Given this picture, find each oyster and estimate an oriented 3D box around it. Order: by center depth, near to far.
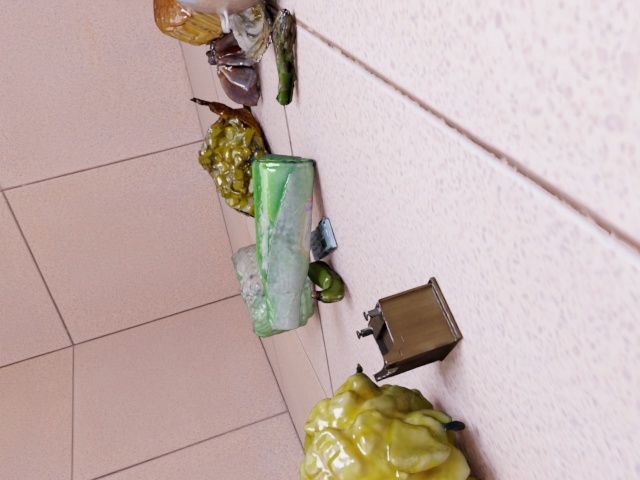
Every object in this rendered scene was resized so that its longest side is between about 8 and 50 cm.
[{"bbox_3d":[-0.107,-0.357,1.006,0.177,0.056,0.106,-130,41,-52],"label":"oyster"}]

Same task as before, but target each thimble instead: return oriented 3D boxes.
[{"bbox_3d":[-0.101,0.102,1.369,0.219,0.150,0.219,164,90,-79],"label":"thimble"}]

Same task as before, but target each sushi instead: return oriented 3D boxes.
[{"bbox_3d":[-0.186,-0.181,1.396,0.179,0.166,0.297,-76,-18,-68],"label":"sushi"}]

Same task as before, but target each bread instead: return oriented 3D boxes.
[{"bbox_3d":[-0.228,-0.456,1.108,0.199,0.104,0.199,-9,78,46],"label":"bread"}]

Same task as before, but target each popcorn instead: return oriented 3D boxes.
[{"bbox_3d":[0.082,0.246,0.675,0.189,0.218,0.170,34,104,48],"label":"popcorn"}]

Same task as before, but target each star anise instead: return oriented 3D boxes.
[{"bbox_3d":[-0.174,-0.374,1.230,0.229,0.092,0.237,38,147,61],"label":"star anise"}]

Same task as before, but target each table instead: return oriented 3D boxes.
[{"bbox_3d":[0.088,0.096,0.650,0.083,0.082,0.070,99,151,-63],"label":"table"}]

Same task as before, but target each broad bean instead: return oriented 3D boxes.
[{"bbox_3d":[0.007,0.069,1.064,0.195,0.061,0.046,-106,34,-76],"label":"broad bean"}]

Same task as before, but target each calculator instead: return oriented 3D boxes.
[{"bbox_3d":[0.000,0.000,1.093,0.172,0.018,0.057,139,113,-76],"label":"calculator"}]

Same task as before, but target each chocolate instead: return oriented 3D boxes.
[{"bbox_3d":[-0.061,0.006,1.029,0.110,0.110,0.292,-140,49,-70],"label":"chocolate"}]

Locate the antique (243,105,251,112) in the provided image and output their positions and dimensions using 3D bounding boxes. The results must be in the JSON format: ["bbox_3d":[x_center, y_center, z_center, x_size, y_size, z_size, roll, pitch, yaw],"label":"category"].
[{"bbox_3d":[-0.180,-0.343,1.459,0.031,0.015,0.192,-124,21,-55],"label":"antique"}]

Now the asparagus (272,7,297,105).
[{"bbox_3d":[-0.053,-0.271,0.917,0.030,0.036,0.165,57,161,31],"label":"asparagus"}]

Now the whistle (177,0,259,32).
[{"bbox_3d":[-0.160,-0.467,0.866,0.189,0.189,0.348,-169,74,-77],"label":"whistle"}]
